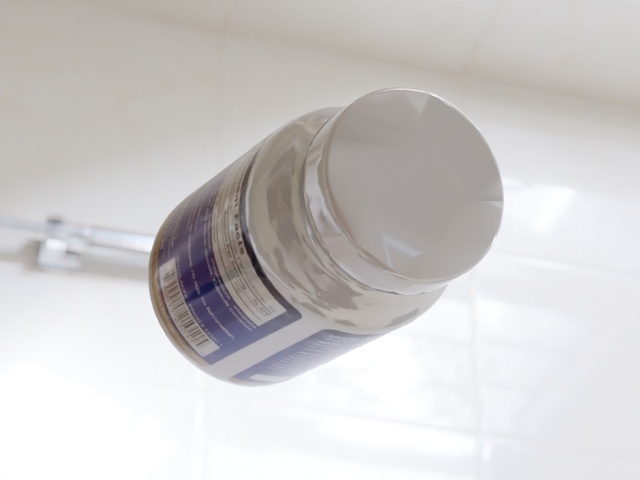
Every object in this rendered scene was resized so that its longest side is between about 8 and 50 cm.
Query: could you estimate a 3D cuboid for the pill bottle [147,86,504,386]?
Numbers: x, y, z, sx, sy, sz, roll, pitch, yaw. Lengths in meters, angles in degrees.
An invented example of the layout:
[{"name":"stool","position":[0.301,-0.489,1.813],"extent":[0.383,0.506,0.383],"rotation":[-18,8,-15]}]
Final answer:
[{"name":"pill bottle","position":[0.000,0.000,1.213],"extent":[0.265,0.153,0.153],"rotation":[-30,-128,59]}]
